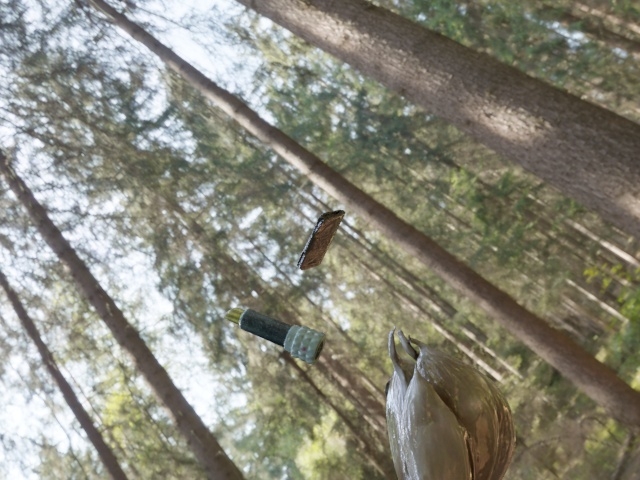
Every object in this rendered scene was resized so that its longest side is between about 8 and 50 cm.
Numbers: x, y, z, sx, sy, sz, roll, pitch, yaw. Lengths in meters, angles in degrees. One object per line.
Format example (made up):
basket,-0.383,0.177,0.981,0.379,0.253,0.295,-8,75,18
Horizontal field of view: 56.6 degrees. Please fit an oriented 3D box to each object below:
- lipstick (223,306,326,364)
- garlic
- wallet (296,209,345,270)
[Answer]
lipstick,-0.052,0.096,0.646,0.037,0.116,0.037,-58,-19,-33
garlic,0.151,0.266,0.813,0.237,0.210,0.291,19,-117,-51
wallet,0.000,0.000,1.294,0.082,0.018,0.156,-16,-38,-47
